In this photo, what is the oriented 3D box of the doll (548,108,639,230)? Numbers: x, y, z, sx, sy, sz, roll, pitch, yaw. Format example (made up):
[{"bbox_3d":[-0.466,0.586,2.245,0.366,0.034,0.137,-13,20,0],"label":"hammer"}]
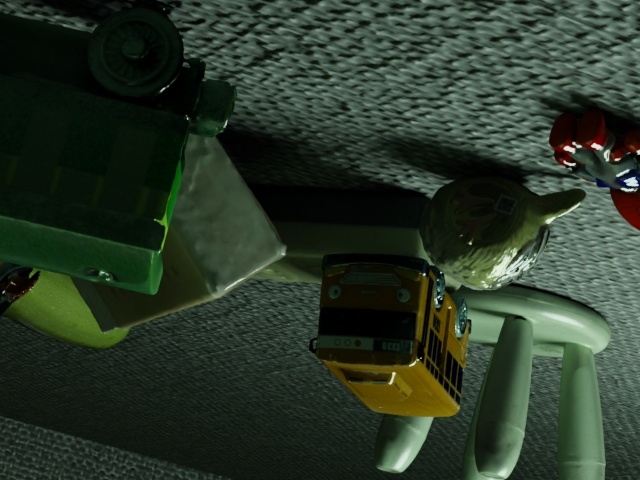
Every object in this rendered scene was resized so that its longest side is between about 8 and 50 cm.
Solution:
[{"bbox_3d":[0.246,-0.038,1.417,0.194,0.062,0.104,32,140,-33],"label":"doll"}]

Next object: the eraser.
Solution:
[{"bbox_3d":[-0.153,-0.006,1.697,0.144,0.078,0.343,59,156,-4],"label":"eraser"}]

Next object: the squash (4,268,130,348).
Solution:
[{"bbox_3d":[-0.322,0.059,2.208,0.094,0.095,0.341,5,167,26],"label":"squash"}]

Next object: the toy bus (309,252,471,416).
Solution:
[{"bbox_3d":[0.062,0.084,1.654,0.098,0.114,0.201,2,163,16],"label":"toy bus"}]

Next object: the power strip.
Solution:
[{"bbox_3d":[0.000,0.000,1.743,0.256,0.070,0.105,5,164,30],"label":"power strip"}]

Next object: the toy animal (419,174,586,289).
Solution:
[{"bbox_3d":[0.150,-0.008,1.560,0.137,0.098,0.098,-12,162,6],"label":"toy animal"}]

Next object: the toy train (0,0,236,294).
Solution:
[{"bbox_3d":[-0.217,-0.081,1.349,0.300,0.202,0.120,12,161,1],"label":"toy train"}]

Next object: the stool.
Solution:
[{"bbox_3d":[0.183,0.161,1.953,0.195,0.199,0.195,23,164,-40],"label":"stool"}]

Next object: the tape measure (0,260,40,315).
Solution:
[{"bbox_3d":[-0.357,-0.006,1.733,0.202,0.223,0.135,39,113,-17],"label":"tape measure"}]
